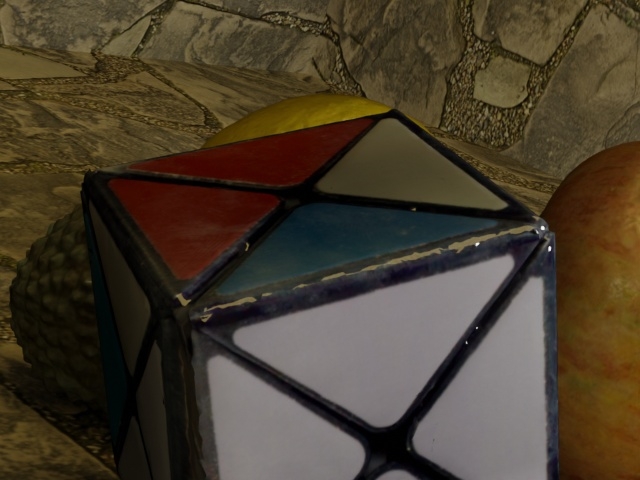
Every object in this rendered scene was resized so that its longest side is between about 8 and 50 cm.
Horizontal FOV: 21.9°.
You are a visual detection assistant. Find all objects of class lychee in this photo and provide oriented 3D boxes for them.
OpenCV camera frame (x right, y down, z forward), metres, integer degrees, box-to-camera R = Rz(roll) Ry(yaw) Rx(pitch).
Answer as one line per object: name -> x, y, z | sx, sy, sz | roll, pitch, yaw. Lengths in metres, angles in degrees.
lychee -> -0.160, 0.047, 1.589 | 0.274, 0.255, 0.255 | 1, 15, -6

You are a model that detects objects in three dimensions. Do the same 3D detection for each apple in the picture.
apple -> 0.351, 0.097, 1.748 | 0.334, 0.400, 0.400 | 26, 13, 1

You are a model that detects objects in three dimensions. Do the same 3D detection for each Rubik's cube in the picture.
Rubik's cube -> -0.009, 0.101, 1.312 | 0.305, 0.310, 0.307 | -14, 24, -17

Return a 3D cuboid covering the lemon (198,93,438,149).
lemon -> 0.000, 0.000, 1.831 | 0.348, 0.348, 0.348 | 17, 13, -4
